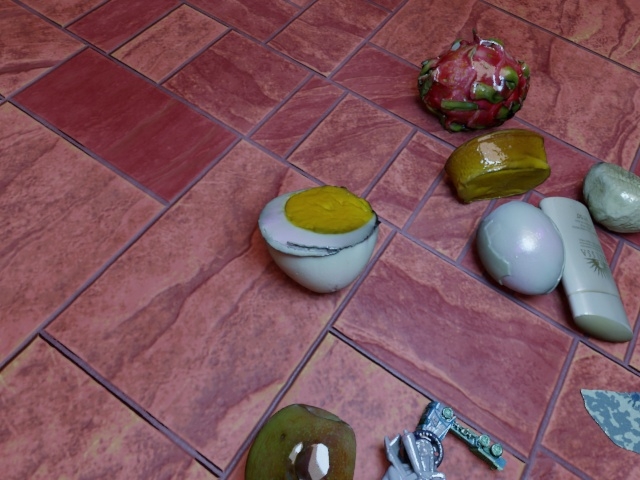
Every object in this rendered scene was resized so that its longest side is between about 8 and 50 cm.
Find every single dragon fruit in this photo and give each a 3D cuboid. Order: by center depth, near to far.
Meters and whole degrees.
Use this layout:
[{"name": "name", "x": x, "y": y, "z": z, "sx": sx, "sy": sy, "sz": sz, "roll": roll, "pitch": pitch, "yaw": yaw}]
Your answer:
[{"name": "dragon fruit", "x": 0.421, "y": -0.430, "z": 1.312, "sx": 0.302, "sy": 0.237, "sz": 0.231, "roll": 4, "pitch": 79, "yaw": 14}]

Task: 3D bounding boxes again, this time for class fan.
[{"name": "fan", "x": 0.671, "y": 0.386, "z": 1.006, "sx": 0.240, "sy": 0.009, "sz": 0.131, "roll": 21, "pitch": 61, "yaw": 6}]

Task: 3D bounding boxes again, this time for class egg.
[{"name": "egg", "x": -0.004, "y": 0.001, "z": 1.069, "sx": 0.264, "sy": 0.174, "sz": 0.286, "roll": -8, "pitch": 38, "yaw": -12}, {"name": "egg", "x": 0.467, "y": 0.025, "z": 1.088, "sx": 0.183, "sy": 0.183, "sz": 0.217, "roll": -21, "pitch": 62, "yaw": -17}]

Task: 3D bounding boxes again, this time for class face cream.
[{"name": "face cream", "x": 0.629, "y": 0.064, "z": 1.129, "sx": 0.173, "sy": 0.081, "sz": 0.349, "roll": 15, "pitch": 56, "yaw": -27}]

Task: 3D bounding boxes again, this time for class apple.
[{"name": "apple", "x": -0.037, "y": 0.393, "z": 0.832, "sx": 0.207, "sy": 0.173, "sz": 0.189, "roll": 0, "pitch": 74, "yaw": 44}]

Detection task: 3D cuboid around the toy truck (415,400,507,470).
[{"name": "toy truck", "x": 0.274, "y": 0.400, "z": 0.928, "sx": 0.175, "sy": 0.067, "sz": 0.081, "roll": 36, "pitch": 69, "yaw": 10}]

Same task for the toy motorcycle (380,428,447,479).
[{"name": "toy motorcycle", "x": 0.148, "y": 0.475, "z": 0.839, "sx": 0.170, "sy": 0.110, "sz": 0.260, "roll": -4, "pitch": 62, "yaw": 11}]

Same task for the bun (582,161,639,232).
[{"name": "bun", "x": 0.776, "y": -0.103, "z": 1.223, "sx": 0.220, "sy": 0.134, "sz": 0.220, "roll": 19, "pitch": 35, "yaw": -14}]

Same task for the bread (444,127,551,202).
[{"name": "bread", "x": 0.454, "y": -0.196, "z": 1.210, "sx": 0.269, "sy": 0.195, "sz": 0.143, "roll": -6, "pitch": 68, "yaw": -14}]
